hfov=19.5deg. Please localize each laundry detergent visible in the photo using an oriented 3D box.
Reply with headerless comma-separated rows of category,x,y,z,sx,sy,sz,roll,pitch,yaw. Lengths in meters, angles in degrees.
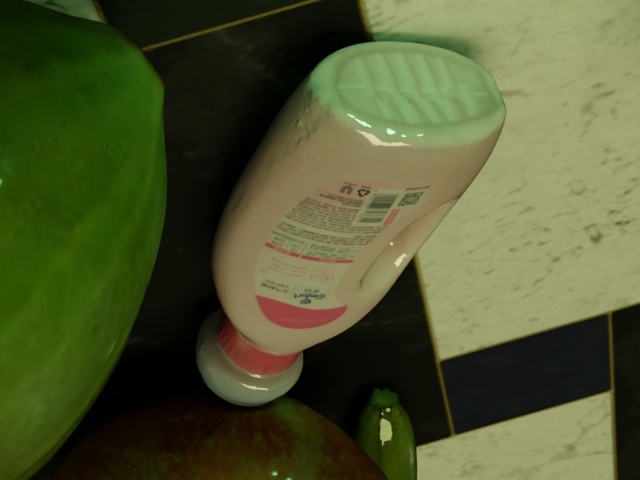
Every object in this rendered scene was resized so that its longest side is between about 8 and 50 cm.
laundry detergent,0.000,0.000,1.267,0.159,0.088,0.335,0,146,-25

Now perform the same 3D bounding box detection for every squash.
squash,0.052,0.194,1.617,0.066,0.066,0.201,-11,141,-8

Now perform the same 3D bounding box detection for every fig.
fig,-0.219,-0.004,0.996,0.316,0.316,0.316,-11,148,-7

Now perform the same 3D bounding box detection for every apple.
apple,-0.076,0.252,1.449,0.301,0.302,0.301,-11,148,-7
